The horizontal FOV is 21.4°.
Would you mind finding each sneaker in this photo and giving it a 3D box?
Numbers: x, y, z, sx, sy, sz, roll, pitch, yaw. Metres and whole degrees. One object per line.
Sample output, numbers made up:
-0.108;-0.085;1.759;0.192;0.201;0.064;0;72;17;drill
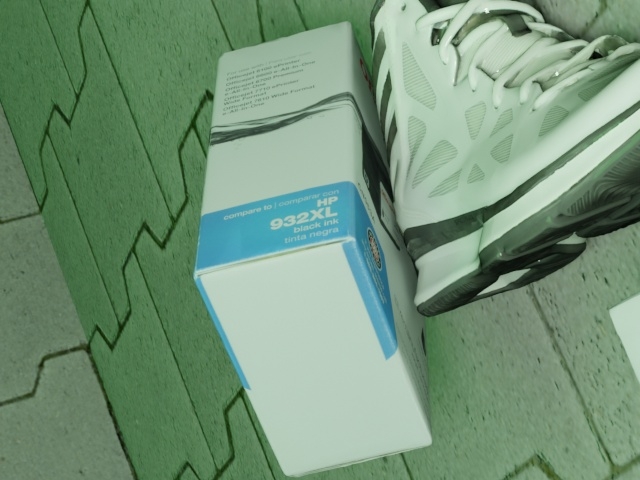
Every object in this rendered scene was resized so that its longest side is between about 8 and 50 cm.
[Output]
0.132;-0.114;1.205;0.257;0.169;0.447;70;158;8;sneaker

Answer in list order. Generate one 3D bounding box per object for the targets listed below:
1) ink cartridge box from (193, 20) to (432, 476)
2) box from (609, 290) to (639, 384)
0.000;0.000;1.386;0.307;0.129;0.223;-89;-19;-52;ink cartridge box
0.279;0.066;0.987;0.091;0.170;0.130;-40;68;62;box
